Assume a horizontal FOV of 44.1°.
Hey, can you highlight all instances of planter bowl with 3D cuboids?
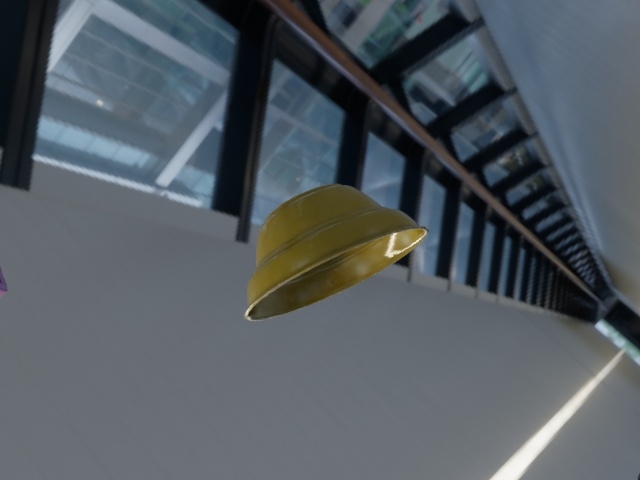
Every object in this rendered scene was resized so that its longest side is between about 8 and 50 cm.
[{"bbox_3d":[0.000,0.000,0.854,0.090,0.217,0.217,64,-164,12],"label":"planter bowl"}]

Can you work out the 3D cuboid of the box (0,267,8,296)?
[{"bbox_3d":[-0.442,-0.045,0.746,0.242,0.117,0.213,63,-172,21],"label":"box"}]

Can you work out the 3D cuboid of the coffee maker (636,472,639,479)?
[{"bbox_3d":[0.346,0.208,0.644,0.120,0.171,0.178,37,148,15],"label":"coffee maker"}]
